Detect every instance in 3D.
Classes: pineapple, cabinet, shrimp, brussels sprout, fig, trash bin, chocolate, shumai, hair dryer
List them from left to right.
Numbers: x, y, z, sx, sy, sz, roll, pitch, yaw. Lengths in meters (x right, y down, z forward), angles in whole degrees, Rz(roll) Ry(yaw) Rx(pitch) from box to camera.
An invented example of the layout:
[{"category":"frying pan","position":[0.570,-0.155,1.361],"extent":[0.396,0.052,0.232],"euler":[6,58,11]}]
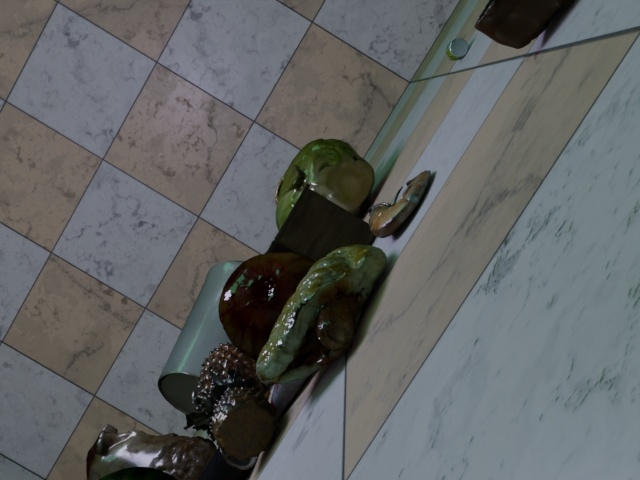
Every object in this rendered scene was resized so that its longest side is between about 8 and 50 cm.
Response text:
[{"category":"shumai","position":[-0.379,0.528,1.761],"extent":[0.346,0.283,0.217],"euler":[-57,2,5]},{"category":"pineapple","position":[-0.205,0.344,1.897],"extent":[0.175,0.175,0.361],"euler":[-58,8,10]},{"category":"trash bin","position":[-0.247,0.263,2.329],"extent":[0.280,0.280,0.432],"euler":[-55,8,52]},{"category":"pineapple","position":[-0.142,0.296,1.493],"extent":[0.125,0.125,0.251],"euler":[-59,16,3]},{"category":"hair dryer","position":[-0.146,0.387,1.575],"extent":[0.128,0.070,0.255],"euler":[-58,-4,24]},{"category":"fig","position":[-0.062,0.141,1.630],"extent":[0.217,0.217,0.321],"euler":[-59,-19,-7]},{"category":"cabinet","position":[0.000,0.000,1.763],"extent":[0.148,0.174,0.215],"euler":[-60,3,-13]},{"category":"brussels sprout","position":[0.012,-0.126,2.252],"extent":[0.328,0.247,0.328],"euler":[-57,20,33]},{"category":"shrimp","position":[0.134,-0.062,1.472],"extent":[0.143,0.052,0.251],"euler":[-49,10,-4]},{"category":"chocolate","position":[0.301,-0.357,1.167],"extent":[0.148,0.093,0.214],"euler":[-58,2,42]}]

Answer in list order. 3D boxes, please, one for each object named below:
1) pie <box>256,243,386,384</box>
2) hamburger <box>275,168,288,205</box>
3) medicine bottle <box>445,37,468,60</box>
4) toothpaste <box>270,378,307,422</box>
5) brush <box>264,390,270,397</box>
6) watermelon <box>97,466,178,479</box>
[{"category":"pie","position":[-0.010,0.112,1.329],"extent":[0.257,0.105,0.274],"euler":[-36,17,43]},{"category":"hamburger","position":[-0.006,-0.136,2.482],"extent":[0.146,0.243,0.286],"euler":[-61,-12,-83]},{"category":"medicine bottle","position":[0.336,-0.472,2.091],"extent":[0.047,0.047,0.083],"euler":[-59,3,1]},{"category":"toothpaste","position":[-0.059,0.255,1.479],"extent":[0.234,0.057,0.089],"euler":[113,176,-46]},{"category":"brush","position":[-0.139,0.381,1.814],"extent":[0.043,0.014,0.170],"euler":[-55,4,35]},{"category":"watermelon","position":[-0.313,0.502,1.409],"extent":[0.242,0.242,0.242],"euler":[-59,3,5]}]
